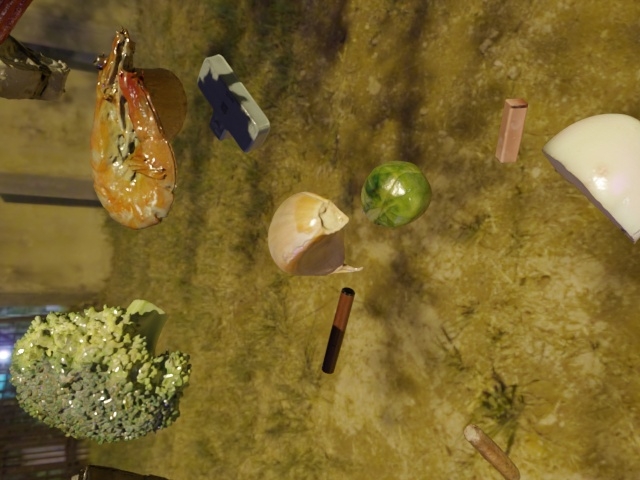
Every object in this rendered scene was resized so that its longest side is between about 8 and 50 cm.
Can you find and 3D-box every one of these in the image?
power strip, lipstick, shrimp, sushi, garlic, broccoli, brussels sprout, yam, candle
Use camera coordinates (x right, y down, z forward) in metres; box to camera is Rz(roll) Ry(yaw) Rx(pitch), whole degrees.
[{"bbox_3d":[-0.255,-0.362,1.412,0.265,0.059,0.193,55,143,7],"label":"power strip"},{"bbox_3d":[0.066,0.341,1.882,0.057,0.057,0.357,-129,46,-58],"label":"lipstick"},{"bbox_3d":[-0.277,-0.154,0.735,0.062,0.153,0.295,-47,-35,-58],"label":"shrimp"},{"bbox_3d":[-0.607,-0.336,1.039,0.109,0.273,0.134,32,93,18],"label":"sushi"},{"bbox_3d":[-0.012,0.001,0.971,0.245,0.164,0.146,63,-144,-63],"label":"garlic"},{"bbox_3d":[-0.367,0.224,0.868,0.260,0.288,0.235,-52,25,-12],"label":"broccoli"},{"bbox_3d":[0.237,-0.145,1.663,0.219,0.210,0.271,56,144,6],"label":"brussels sprout"},{"bbox_3d":[0.444,0.552,1.295,0.056,0.241,0.057,-32,26,18],"label":"yam"},{"bbox_3d":[-0.503,-0.466,0.879,0.329,0.051,0.048,-47,37,8],"label":"candle"},{"bbox_3d":[0.456,-0.261,1.202,0.045,0.045,0.145,-99,5,-55],"label":"lipstick"}]

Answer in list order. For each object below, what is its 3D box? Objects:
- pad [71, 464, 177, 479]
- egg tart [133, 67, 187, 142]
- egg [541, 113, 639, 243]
[{"bbox_3d":[-0.242,0.407,0.673,0.022,0.233,0.174,-21,51,23],"label":"pad"},{"bbox_3d":[-0.451,-0.339,1.244,0.202,0.147,0.203,2,95,29],"label":"egg tart"},{"bbox_3d":[0.557,-0.150,0.956,0.162,0.206,0.271,-44,22,20],"label":"egg"}]
